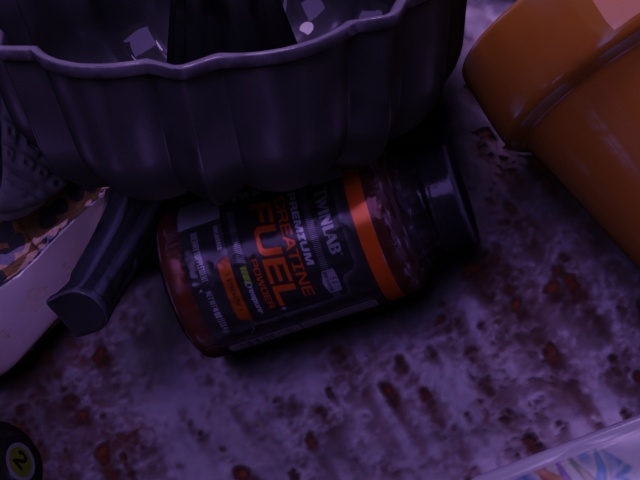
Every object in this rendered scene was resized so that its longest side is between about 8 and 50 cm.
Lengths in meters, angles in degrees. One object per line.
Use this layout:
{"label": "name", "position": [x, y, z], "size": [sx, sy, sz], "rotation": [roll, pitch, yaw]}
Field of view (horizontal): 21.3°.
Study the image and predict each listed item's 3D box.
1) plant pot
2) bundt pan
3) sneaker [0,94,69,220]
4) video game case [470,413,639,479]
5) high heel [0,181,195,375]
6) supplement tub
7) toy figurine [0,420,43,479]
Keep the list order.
{"label": "plant pot", "position": [0.219, -0.073, 1.029], "size": [0.205, 0.205, 0.188], "rotation": [-29, 78, 4]}
{"label": "bundt pan", "position": [-0.058, -0.130, 1.097], "size": [0.330, 0.124, 0.331], "rotation": [-7, 31, 4]}
{"label": "sneaker", "position": [-0.246, -0.104, 1.222], "size": [0.129, 0.111, 0.297], "rotation": [-39, 37, 17]}
{"label": "video game case", "position": [0.282, 0.217, 0.962], "size": [0.329, 0.036, 0.300], "rotation": [-22, 63, 8]}
{"label": "high heel", "position": [-0.210, 0.006, 1.209], "size": [0.261, 0.093, 0.186], "rotation": [-9, 35, 32]}
{"label": "supplement tub", "position": [0.000, 0.000, 1.106], "size": [0.197, 0.106, 0.106], "rotation": [-19, 63, 10]}
{"label": "toy figurine", "position": [-0.255, 0.152, 1.068], "size": [0.148, 0.213, 0.209], "rotation": [-38, 59, -11]}
